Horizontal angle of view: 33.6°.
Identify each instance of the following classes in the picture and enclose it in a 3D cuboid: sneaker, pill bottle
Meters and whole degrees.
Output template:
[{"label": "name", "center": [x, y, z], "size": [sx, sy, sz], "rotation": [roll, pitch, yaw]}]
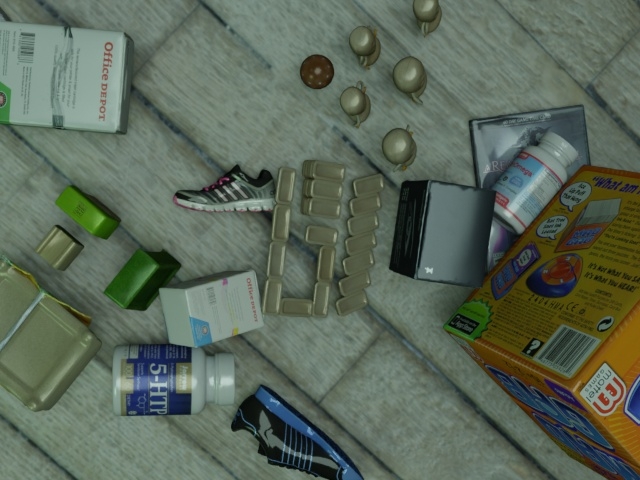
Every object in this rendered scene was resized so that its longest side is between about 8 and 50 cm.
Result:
[{"label": "sneaker", "center": [-0.148, -0.083, 1.678], "size": [0.170, 0.063, 0.075], "rotation": [-2, 94, -12]}, {"label": "sneaker", "center": [-0.039, 0.337, 1.714], "size": [0.232, 0.081, 0.090], "rotation": [41, 91, -1]}, {"label": "pill bottle", "center": [0.338, -0.094, 1.703], "size": [0.087, 0.087, 0.160], "rotation": [40, 87, -8]}, {"label": "pill bottle", "center": [-0.229, 0.217, 1.661], "size": [0.186, 0.112, 0.112], "rotation": [0, 94, -8]}]

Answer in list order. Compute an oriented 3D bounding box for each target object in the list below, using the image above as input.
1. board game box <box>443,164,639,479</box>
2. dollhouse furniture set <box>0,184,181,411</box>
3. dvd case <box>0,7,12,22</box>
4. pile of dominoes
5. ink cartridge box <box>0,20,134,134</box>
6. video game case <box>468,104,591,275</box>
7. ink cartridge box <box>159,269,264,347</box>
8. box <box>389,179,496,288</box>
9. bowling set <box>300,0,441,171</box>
[{"label": "board game box", "center": [0.482, 0.147, 1.577], "size": [0.356, 0.356, 0.356], "rotation": [45, 82, -21]}, {"label": "dollhouse furniture set", "center": [-0.394, 0.090, 1.626], "size": [0.197, 0.151, 0.301], "rotation": [39, 90, 4]}, {"label": "dvd case", "center": [-0.545, -0.292, 1.633], "size": [0.164, 0.018, 0.221], "rotation": [-39, 98, -4]}, {"label": "pile of dominoes", "center": [0.000, 0.000, 1.703], "size": [0.196, 0.040, 0.251], "rotation": [7, 91, -30]}, {"label": "ink cartridge box", "center": [-0.391, -0.241, 1.590], "size": [0.208, 0.087, 0.153], "rotation": [6, 93, 1]}, {"label": "video game case", "center": [0.358, -0.077, 1.764], "size": [0.196, 0.026, 0.274], "rotation": [-8, 96, -7]}, {"label": "ink cartridge box", "center": [-0.162, 0.102, 1.655], "size": [0.143, 0.090, 0.092], "rotation": [-14, 97, -35]}, {"label": "box", "center": [0.186, -0.012, 1.652], "size": [0.108, 0.207, 0.153], "rotation": [8, 93, -8]}, {"label": "bowling set", "center": [0.079, -0.266, 1.674], "size": [0.199, 0.154, 0.287], "rotation": [15, 93, 10]}]
